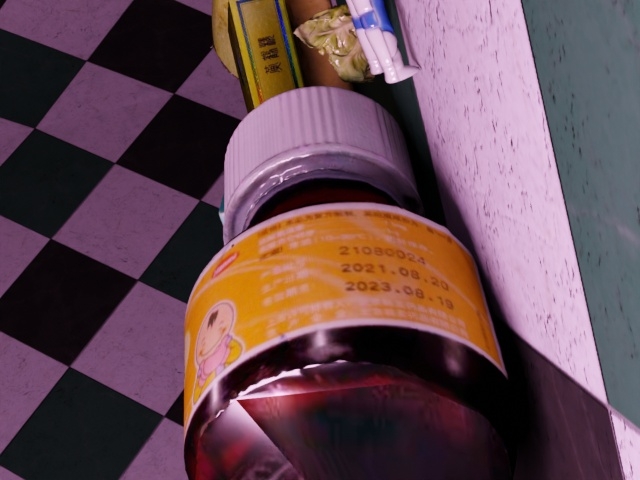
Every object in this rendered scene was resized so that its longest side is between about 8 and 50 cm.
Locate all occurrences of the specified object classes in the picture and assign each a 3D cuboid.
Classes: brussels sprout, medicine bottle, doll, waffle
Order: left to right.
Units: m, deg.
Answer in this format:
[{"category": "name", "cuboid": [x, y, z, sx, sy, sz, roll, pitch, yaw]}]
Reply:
[{"category": "waffle", "cuboid": [-0.005, -0.200, 1.414, 0.221, 0.055, 0.247, 90, 165, -73]}, {"category": "medicine bottle", "cuboid": [0.013, 0.054, 0.943, 0.395, 0.243, 0.242, -96, -5, -55]}, {"category": "brussels sprout", "cuboid": [0.024, -0.181, 1.087, 0.085, 0.058, 0.085, 43, -172, -8]}, {"category": "doll", "cuboid": [0.022, -0.233, 0.917, 0.114, 0.057, 0.227, -95, -18, -76]}]

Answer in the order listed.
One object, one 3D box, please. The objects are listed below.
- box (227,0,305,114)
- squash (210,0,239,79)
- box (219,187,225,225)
[{"category": "box", "cuboid": [-0.060, -0.193, 1.351, 0.220, 0.064, 0.140, -164, 61, -83]}, {"category": "squash", "cuboid": [-0.095, -0.358, 1.585, 0.287, 0.137, 0.137, 83, 172, -46]}, {"category": "box", "cuboid": [-0.037, -0.027, 1.583, 0.311, 0.118, 0.205, -86, -18, -65]}]
